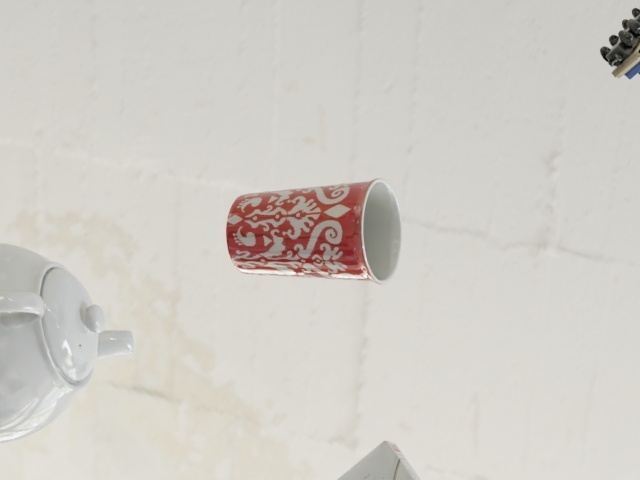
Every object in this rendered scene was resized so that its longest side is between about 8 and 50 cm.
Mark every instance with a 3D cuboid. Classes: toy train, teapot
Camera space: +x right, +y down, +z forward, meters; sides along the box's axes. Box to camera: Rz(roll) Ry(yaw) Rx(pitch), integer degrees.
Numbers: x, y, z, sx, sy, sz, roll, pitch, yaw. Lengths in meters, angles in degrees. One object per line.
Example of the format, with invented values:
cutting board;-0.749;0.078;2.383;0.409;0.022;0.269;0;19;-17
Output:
toy train;0.234;-0.150;0.912;0.036;0.158;0.027;46;-48;-2
teapot;-0.341;0.108;1.494;0.187;0.256;0.253;-13;-61;12

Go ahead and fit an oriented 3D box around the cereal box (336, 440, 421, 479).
cereal box;0.104;0.439;1.898;0.173;0.047;0.240;-41;-116;9

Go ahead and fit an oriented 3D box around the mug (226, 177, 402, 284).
mug;-0.004;0.005;1.426;0.169;0.113;0.150;-1;-47;25
